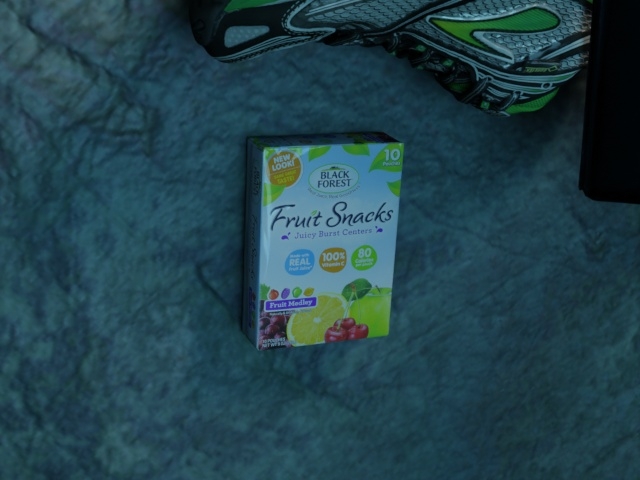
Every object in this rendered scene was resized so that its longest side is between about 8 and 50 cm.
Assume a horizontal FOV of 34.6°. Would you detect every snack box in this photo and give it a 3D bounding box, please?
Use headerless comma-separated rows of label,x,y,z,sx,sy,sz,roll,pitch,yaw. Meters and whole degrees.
snack box,0.000,0.000,0.696,0.100,0.037,0.141,-5,110,-23

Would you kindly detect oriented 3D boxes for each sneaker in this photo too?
sneaker,0.089,-0.138,0.629,0.343,0.134,0.146,-9,113,-21

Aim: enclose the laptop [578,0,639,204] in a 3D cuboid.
laptop,0.388,-0.220,0.604,0.408,0.236,0.382,-23,125,-32
